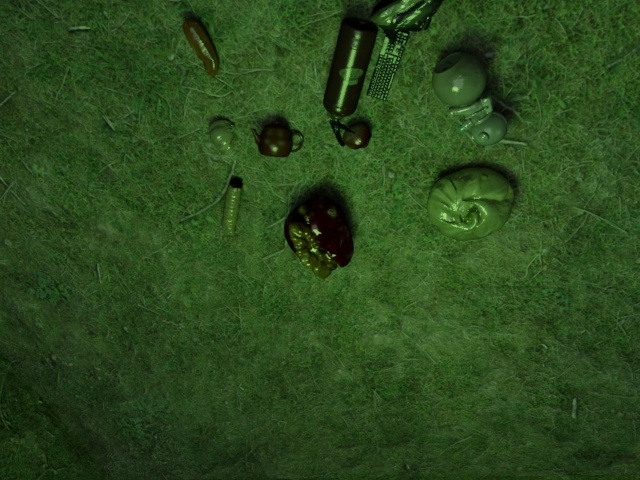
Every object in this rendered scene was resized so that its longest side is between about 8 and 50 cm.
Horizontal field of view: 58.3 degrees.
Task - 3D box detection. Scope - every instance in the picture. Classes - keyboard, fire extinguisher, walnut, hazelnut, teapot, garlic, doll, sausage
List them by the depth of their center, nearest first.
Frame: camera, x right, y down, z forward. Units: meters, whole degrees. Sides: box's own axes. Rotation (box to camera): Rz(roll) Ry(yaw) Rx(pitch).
[{"bbox_3d":[0.419,-0.373,1.563,0.151,0.150,0.287,-26,121,28],"label":"doll"},{"bbox_3d":[0.187,-0.491,1.604,0.061,0.013,0.204,18,128,-1],"label":"keyboard"},{"bbox_3d":[0.080,-0.430,1.605,0.138,0.102,0.343,41,134,30],"label":"fire extinguisher"},{"bbox_3d":[-0.340,-0.559,1.654,0.062,0.054,0.183,10,138,48],"label":"sausage"},{"bbox_3d":[0.110,-0.312,1.717,0.087,0.086,0.086,6,127,9],"label":"hazelnut"},{"bbox_3d":[-0.133,-0.315,1.763,0.173,0.116,0.116,1,131,-21],"label":"teapot"},{"bbox_3d":[-0.310,-0.325,1.809,0.094,0.074,0.113,-26,101,39],"label":"garlic"},{"bbox_3d":[0.000,0.000,1.870,0.222,0.243,0.269,-21,123,25],"label":"walnut"}]

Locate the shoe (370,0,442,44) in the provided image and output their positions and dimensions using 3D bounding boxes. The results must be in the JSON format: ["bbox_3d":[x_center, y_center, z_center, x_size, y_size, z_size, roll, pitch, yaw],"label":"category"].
[{"bbox_3d":[0.244,-0.590,1.472,0.228,0.099,0.112,-14,129,24],"label":"shoe"}]

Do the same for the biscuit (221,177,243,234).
[{"bbox_3d":[-0.303,-0.115,1.973,0.055,0.061,0.219,-15,140,-32],"label":"biscuit"}]

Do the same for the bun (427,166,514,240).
[{"bbox_3d":[0.453,-0.094,1.748,0.260,0.160,0.259,6,130,7],"label":"bun"}]
